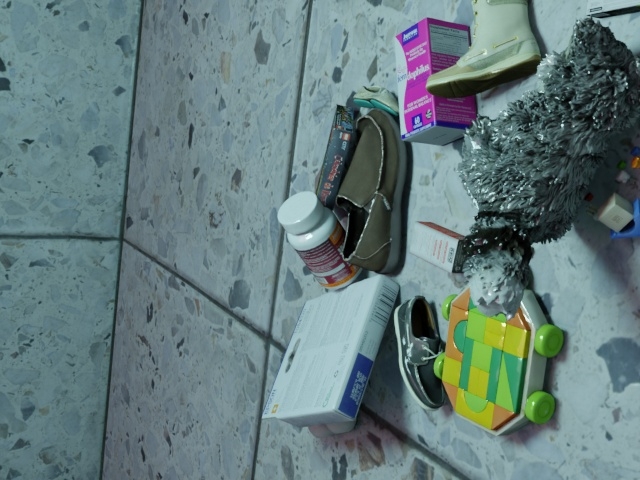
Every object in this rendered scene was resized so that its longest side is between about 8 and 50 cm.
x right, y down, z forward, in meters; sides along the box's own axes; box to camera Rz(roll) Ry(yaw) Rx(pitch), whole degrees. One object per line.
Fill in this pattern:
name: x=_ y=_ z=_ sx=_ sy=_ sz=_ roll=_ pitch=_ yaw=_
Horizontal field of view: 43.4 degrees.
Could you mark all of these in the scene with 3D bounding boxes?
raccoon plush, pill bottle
raccoon plush: x=0.376 y=-0.111 z=1.196 sx=0.299 sy=0.216 sz=0.446 roll=-51 pitch=25 yaw=45
pill bottle: x=0.000 y=0.000 z=1.823 sx=0.121 sy=0.221 sz=0.121 roll=-21 pitch=39 yaw=18

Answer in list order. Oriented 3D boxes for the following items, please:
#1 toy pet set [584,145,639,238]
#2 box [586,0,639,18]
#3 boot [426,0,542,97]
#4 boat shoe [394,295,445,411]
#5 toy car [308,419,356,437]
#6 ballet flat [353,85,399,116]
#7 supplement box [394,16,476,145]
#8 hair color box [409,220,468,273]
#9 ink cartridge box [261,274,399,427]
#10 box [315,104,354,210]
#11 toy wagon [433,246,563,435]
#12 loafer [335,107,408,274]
toy pet set: x=0.476 y=-0.062 z=1.252 sx=0.122 sy=0.065 sz=0.114 roll=-54 pitch=8 yaw=39
box: x=0.502 y=-0.412 z=1.225 sx=0.207 sy=0.036 sz=0.114 roll=10 pitch=97 yaw=58
boot: x=0.288 y=-0.361 z=1.476 sx=0.213 sy=0.077 sz=0.165 roll=-14 pitch=73 yaw=25
boat shoe: x=0.208 y=0.227 z=1.629 sx=0.079 sy=0.084 sz=0.233 roll=-41 pitch=52 yaw=50
toy car: x=-0.005 y=0.386 z=1.914 sx=0.182 sy=0.136 sz=0.159 roll=-31 pitch=63 yaw=53
ballet flat: x=0.131 y=-0.320 z=1.804 sx=0.052 sy=0.057 sz=0.168 roll=-57 pitch=38 yaw=-3
supplement box: x=0.227 y=-0.312 z=1.594 sx=0.111 sy=0.113 sz=0.220 roll=-18 pitch=72 yaw=58
hair color box: x=0.241 y=0.012 z=1.621 sx=0.141 sy=0.043 sz=0.072 roll=31 pitch=115 yaw=56
ink cartridge box: x=0.019 y=0.258 z=1.816 sx=0.330 sy=0.071 sz=0.324 roll=-27 pitch=37 yaw=57
box: x=0.030 y=-0.180 z=1.881 sx=0.159 sy=0.044 sz=0.233 roll=-82 pitch=6 yaw=-62
toy wagon: x=0.318 y=0.170 z=1.469 sx=0.267 sy=0.068 sz=0.345 roll=16 pitch=103 yaw=57
loafer: x=0.105 y=-0.109 z=1.751 sx=0.134 sy=0.130 sz=0.366 roll=171 pitch=99 yaw=-64
